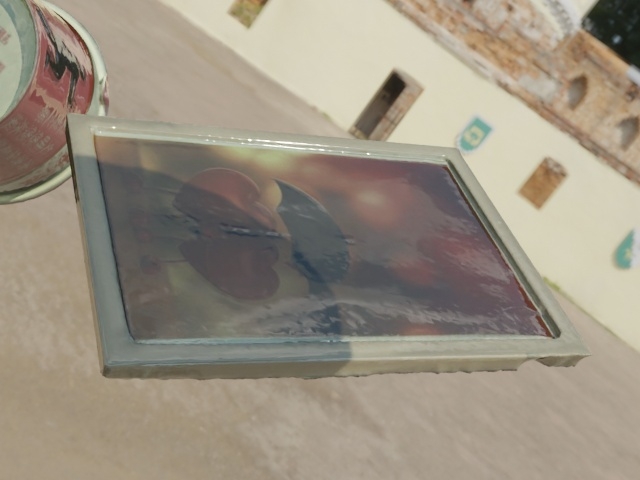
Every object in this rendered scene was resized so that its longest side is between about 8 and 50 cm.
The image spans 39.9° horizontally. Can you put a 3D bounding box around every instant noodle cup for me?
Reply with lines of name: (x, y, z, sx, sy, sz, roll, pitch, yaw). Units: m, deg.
instant noodle cup: (-0.338, -0.162, 0.851, 0.235, 0.234, 0.178, 37, -6, 2)

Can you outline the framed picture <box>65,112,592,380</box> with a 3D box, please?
framed picture: (0.000, 0.000, 0.542, 0.290, 0.020, 0.211, 3, 41, -24)
